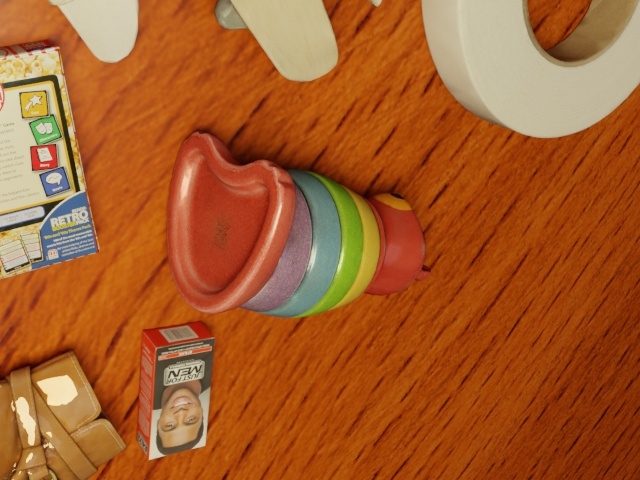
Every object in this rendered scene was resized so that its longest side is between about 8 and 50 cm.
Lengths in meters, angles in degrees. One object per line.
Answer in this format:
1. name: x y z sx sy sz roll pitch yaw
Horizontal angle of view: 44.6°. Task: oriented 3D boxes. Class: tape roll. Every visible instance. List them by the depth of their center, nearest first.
1. tape roll: 0.291 -0.317 0.925 0.392 0.072 0.392 -15 120 -28

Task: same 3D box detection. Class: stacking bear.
1. stacking bear: 0.000 0.000 0.828 0.289 0.175 0.164 6 106 -43

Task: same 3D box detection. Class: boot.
1. boot: -0.300 0.258 0.787 0.220 0.109 0.283 -28 117 -25

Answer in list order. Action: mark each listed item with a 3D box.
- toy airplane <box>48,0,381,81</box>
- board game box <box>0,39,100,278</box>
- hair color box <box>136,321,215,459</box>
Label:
1. toy airplane: -0.071 -0.311 0.595 0.384 0.272 0.386 11 142 -26
2. board game box: -0.283 -0.062 0.671 0.146 0.045 0.194 -17 120 -27
3. hair color box: -0.161 0.165 0.861 0.072 0.043 0.141 -7 116 -33
